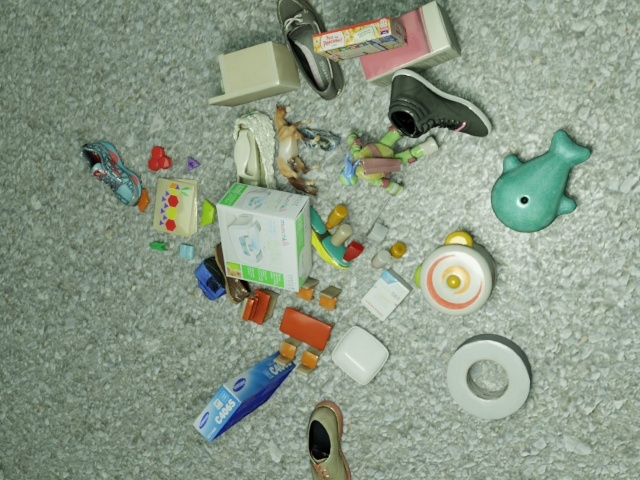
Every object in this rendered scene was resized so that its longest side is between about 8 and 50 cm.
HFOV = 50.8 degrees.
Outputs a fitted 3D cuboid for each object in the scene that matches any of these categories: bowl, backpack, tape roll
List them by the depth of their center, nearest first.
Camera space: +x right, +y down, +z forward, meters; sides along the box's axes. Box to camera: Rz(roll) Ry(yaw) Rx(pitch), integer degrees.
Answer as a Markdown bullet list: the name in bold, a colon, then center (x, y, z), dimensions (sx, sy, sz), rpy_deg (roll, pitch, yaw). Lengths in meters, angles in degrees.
- **tape roll**: center (0.454, 0.366, 1.821), dimensions (0.219, 0.072, 0.219), rpy_deg (3, 99, 21)
- **bowl**: center (0.120, 0.326, 1.957), dimensions (0.142, 0.053, 0.142), rpy_deg (39, 110, 12)
- **backpack**: center (-0.331, 0.117, 2.081), dimensions (0.101, 0.098, 0.120), rpy_deg (-43, 82, 25)

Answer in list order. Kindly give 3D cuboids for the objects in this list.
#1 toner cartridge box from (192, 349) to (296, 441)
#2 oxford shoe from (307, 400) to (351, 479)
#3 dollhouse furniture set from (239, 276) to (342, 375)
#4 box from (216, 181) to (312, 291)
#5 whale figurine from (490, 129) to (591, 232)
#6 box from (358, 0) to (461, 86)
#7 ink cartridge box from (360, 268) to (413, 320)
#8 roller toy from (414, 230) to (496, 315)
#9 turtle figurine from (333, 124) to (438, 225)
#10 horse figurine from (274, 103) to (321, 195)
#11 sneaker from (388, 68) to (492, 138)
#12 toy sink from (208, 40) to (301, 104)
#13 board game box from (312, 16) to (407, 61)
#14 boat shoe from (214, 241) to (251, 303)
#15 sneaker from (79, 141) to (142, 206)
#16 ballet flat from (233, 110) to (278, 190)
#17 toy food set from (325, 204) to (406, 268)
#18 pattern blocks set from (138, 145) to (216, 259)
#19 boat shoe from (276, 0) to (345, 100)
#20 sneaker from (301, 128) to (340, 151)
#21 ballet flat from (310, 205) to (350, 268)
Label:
- **toner cartridge box**: center (-0.210, 0.439, 1.943), dimensions (0.075, 0.348, 0.165), rpy_deg (41, 109, 13)
- **oxford shoe**: center (0.007, 0.663, 2.005), dimensions (0.123, 0.130, 0.347), rpy_deg (-7, 95, 22)
- **dollhouse furniture set**: center (-0.092, 0.237, 1.982), dimensions (0.259, 0.135, 0.261), rpy_deg (21, 104, 17)
- **box**: center (-0.149, -0.009, 1.892), dimensions (0.231, 0.126, 0.261), rpy_deg (13, 131, 16)
- **whale figurine**: center (0.545, -0.143, 1.678), dimensions (0.216, 0.141, 0.272), rpy_deg (42, 109, 12)
- **box**: center (0.225, -0.503, 1.749), dimensions (0.233, 0.149, 0.126), rpy_deg (-18, 89, 22)
- **ink cartridge box**: center (0.187, 0.154, 1.907), dimensions (0.088, 0.052, 0.122), rpy_deg (43, 109, 11)
- **roller toy**: center (0.364, 0.096, 1.779), dimensions (0.191, 0.146, 0.209), rpy_deg (45, 110, 10)
- **turtle figurine**: center (0.168, -0.227, 1.837), dimensions (0.266, 0.274, 0.197), rpy_deg (-32, 62, 3)
- **horse figurine**: center (-0.072, -0.253, 1.930), dimensions (0.175, 0.066, 0.263), rpy_deg (13, 115, 43)
- **sneaker**: center (0.293, -0.301, 1.712), dimensions (0.296, 0.104, 0.146), rpy_deg (26, 66, -13)
- **toy sink**: center (-0.199, -0.473, 1.920), dimensions (0.234, 0.153, 0.131), rpy_deg (-10, 93, 23)
- **board game box**: center (0.099, -0.486, 1.643), dimensions (0.194, 0.147, 0.045), rpy_deg (-7, 92, 22)
- **boat shoe**: center (-0.258, 0.087, 2.039), dimensions (0.073, 0.073, 0.206), rpy_deg (-38, 64, 33)
- **sneaker**: center (-0.678, -0.204, 2.149), dimensions (0.262, 0.125, 0.104), rpy_deg (49, 116, 15)
- **ballet flat**: center (-0.204, -0.172, 1.974), dimensions (0.147, 0.147, 0.408), rpy_deg (-1, 98, 22)
- **toy food set**: center (0.114, 0.009, 1.890), dimensions (0.232, 0.111, 0.104), rpy_deg (29, 150, -6)
- **pattern blocks set**: center (-0.457, -0.111, 2.136), dimensions (0.286, 0.026, 0.324), rpy_deg (21, 104, 18)
- **boat shoe**: center (-0.034, -0.546, 1.874), dimensions (0.112, 0.095, 0.335), rpy_deg (-28, 87, 22)
- **sneaker**: center (0.002, -0.290, 1.924), dimensions (0.135, 0.058, 0.052), rpy_deg (29, 133, 36)
- **ballet flat**: center (0.000, 0.000, 1.957), dimensions (0.231, 0.077, 0.077), rpy_deg (53, 133, 10)
